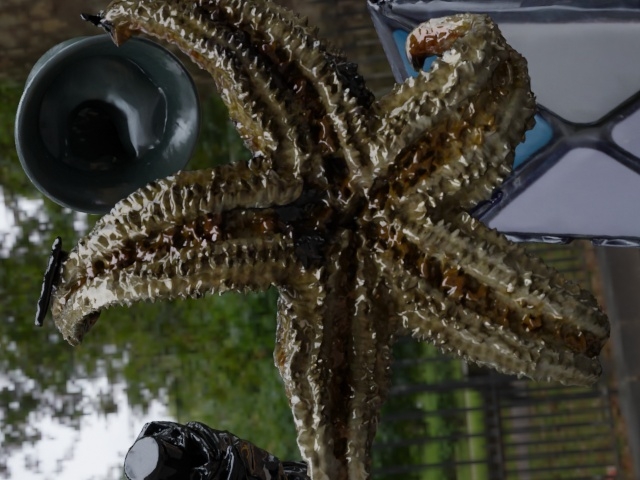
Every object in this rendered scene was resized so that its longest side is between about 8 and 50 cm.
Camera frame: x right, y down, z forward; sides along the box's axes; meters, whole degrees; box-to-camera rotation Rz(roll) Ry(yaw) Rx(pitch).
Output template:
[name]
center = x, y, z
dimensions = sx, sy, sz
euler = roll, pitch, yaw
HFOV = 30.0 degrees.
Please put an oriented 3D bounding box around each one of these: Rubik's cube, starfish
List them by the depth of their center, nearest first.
[starfish]
center = -0.002, 0.003, 0.629
dimensions = 0.113, 0.303, 0.312
euler = 101, 160, -73
[Rubik's cube]
center = 0.247, -0.193, 1.016
dimensions = 0.305, 0.310, 0.307
euler = 62, -140, -49

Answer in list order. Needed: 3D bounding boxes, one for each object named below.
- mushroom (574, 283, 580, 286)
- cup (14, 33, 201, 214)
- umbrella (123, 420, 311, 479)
[mushroom]
center = 0.191, 0.070, 0.921
dimensions = 0.101, 0.049, 0.019
euler = -79, -20, -48
[cup]
center = -0.247, -0.146, 1.291
dimensions = 0.150, 0.199, 0.199
euler = 43, 147, 53
[umbrella]
center = -0.063, 0.212, 0.984
dimensions = 0.272, 0.110, 0.122
euler = 34, -147, -47
